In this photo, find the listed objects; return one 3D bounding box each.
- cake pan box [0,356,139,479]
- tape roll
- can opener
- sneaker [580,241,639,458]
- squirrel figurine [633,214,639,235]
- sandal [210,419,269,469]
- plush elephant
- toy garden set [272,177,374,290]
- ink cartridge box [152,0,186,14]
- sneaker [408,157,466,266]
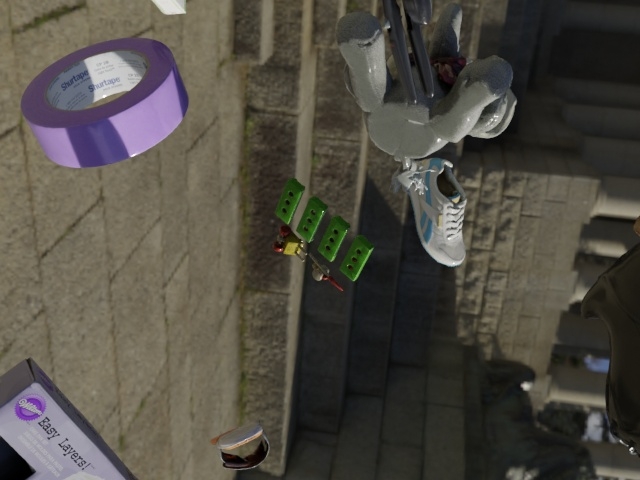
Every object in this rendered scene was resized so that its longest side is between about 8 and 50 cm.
[{"bbox_3d":[-0.371,0.301,0.917,0.070,0.246,0.266,31,-27,55],"label":"cake pan box"},{"bbox_3d":[-0.377,-0.248,1.371,0.090,0.275,0.274,74,20,-43],"label":"tape roll"},{"bbox_3d":[0.112,-0.262,1.008,0.073,0.059,0.186,-105,-177,-55],"label":"can opener"},{"bbox_3d":[0.248,0.120,0.470,0.130,0.109,0.286,-47,-141,43],"label":"sneaker"},{"bbox_3d":[0.769,0.020,1.292,0.397,0.371,0.281,-62,177,36],"label":"squirrel figurine"},{"bbox_3d":[-0.143,0.381,1.418,0.265,0.102,0.076,121,-53,-77],"label":"sandal"},{"bbox_3d":[0.189,-0.266,1.299,0.330,0.272,0.255,88,24,-51],"label":"plush elephant"},{"bbox_3d":[0.000,0.000,1.749,0.049,0.244,0.203,-33,158,-42],"label":"toy garden set"},{"bbox_3d":[-0.320,-0.564,1.533,0.235,0.056,0.171,14,76,-86],"label":"ink cartridge box"},{"bbox_3d":[0.246,-0.053,1.559,0.087,0.092,0.228,-30,105,-35],"label":"sneaker"}]
